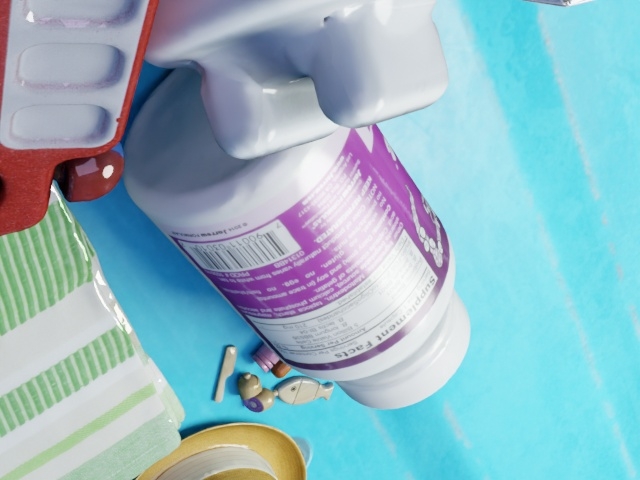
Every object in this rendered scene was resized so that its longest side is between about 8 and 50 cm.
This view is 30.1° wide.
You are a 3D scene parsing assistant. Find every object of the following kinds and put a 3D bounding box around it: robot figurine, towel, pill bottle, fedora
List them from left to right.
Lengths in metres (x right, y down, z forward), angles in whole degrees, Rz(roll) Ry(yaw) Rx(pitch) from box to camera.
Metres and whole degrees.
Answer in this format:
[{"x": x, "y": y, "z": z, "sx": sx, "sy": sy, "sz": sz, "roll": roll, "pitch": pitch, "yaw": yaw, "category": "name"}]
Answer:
[{"x": -0.251, "y": 0.103, "z": 0.870, "sx": 0.248, "sy": 0.038, "sz": 0.324, "roll": -32, "pitch": 132, "yaw": -15, "category": "towel"}, {"x": -0.084, "y": 0.251, "z": 1.043, "sx": 0.194, "sy": 0.079, "sz": 0.194, "roll": -17, "pitch": 124, "yaw": -26, "category": "fedora"}, {"x": -0.038, "y": -0.229, "z": 0.662, "sx": 0.200, "sy": 0.300, "sz": 0.353, "roll": -26, "pitch": 102, "yaw": -62, "category": "robot figurine"}, {"x": 0.000, "y": 0.000, "z": 0.894, "sx": 0.169, "sy": 0.169, "sz": 0.301, "roll": -44, "pitch": 133, "yaw": -6, "category": "pill bottle"}]

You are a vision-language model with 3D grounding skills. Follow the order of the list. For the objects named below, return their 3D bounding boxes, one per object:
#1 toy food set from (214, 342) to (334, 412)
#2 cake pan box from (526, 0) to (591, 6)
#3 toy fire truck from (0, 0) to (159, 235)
[{"x": -0.031, "y": 0.116, "z": 1.041, "sx": 0.122, "sy": 0.019, "sz": 0.077, "roll": -2, "pitch": 117, "yaw": -35, "category": "toy food set"}, {"x": 0.079, "y": -0.283, "z": 0.704, "sx": 0.070, "sy": 0.246, "sz": 0.266, "roll": -19, "pitch": 113, "yaw": -28, "category": "cake pan box"}, {"x": -0.221, "y": -0.065, "z": 0.620, "sx": 0.254, "sy": 0.169, "sz": 0.302, "roll": -1, "pitch": 152, "yaw": -18, "category": "toy fire truck"}]
